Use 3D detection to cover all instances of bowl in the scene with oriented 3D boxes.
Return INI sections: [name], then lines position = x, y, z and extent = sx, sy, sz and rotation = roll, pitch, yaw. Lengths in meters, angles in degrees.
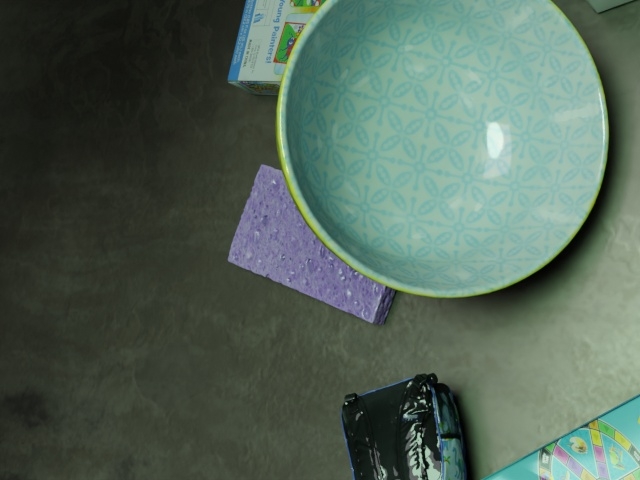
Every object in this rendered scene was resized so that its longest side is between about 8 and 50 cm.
[bowl]
position = 0.092, -0.092, 0.827
extent = 0.156, 0.289, 0.290
rotation = 171, 113, -78

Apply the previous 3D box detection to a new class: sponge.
[sponge]
position = 0.000, 0.000, 0.964
extent = 0.210, 0.031, 0.117
rotation = 21, 91, 35

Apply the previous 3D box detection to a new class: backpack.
[backpack]
position = 0.082, 0.191, 0.826
extent = 0.105, 0.084, 0.114
rotation = -22, 62, 29

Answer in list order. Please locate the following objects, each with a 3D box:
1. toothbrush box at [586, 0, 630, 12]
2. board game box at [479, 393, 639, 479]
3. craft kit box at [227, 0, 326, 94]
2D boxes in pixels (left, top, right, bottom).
[toothbrush box]
position = 0.261, -0.320, 0.701
extent = 0.216, 0.295, 0.126
rotation = -15, 69, 32
[board game box]
position = 0.259, 0.247, 0.652
extent = 0.336, 0.079, 0.254
rotation = -31, 62, 10
[craft kit box]
position = 0.030, -0.282, 1.002
extent = 0.246, 0.061, 0.250
rotation = 9, 84, 38
